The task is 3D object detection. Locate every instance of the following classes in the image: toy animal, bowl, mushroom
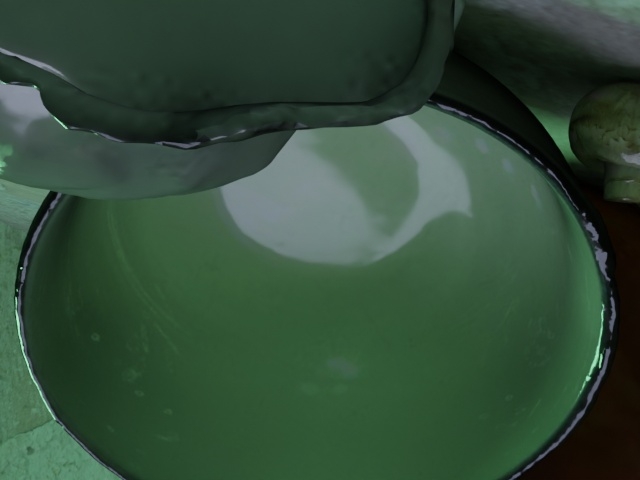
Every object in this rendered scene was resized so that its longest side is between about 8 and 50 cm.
[{"bbox_3d":[-0.069,-0.114,0.522,0.258,0.193,0.357,7,-177,-9],"label":"toy animal"},{"bbox_3d":[0.000,0.000,0.956,0.354,0.354,0.185,17,-143,-11],"label":"bowl"},{"bbox_3d":[0.181,-0.054,0.868,0.084,0.067,0.083,9,177,0],"label":"mushroom"}]

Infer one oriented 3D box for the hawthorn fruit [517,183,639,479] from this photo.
[{"bbox_3d":[0.175,0.162,1.259,0.472,0.471,0.472,16,174,2],"label":"hawthorn fruit"}]
